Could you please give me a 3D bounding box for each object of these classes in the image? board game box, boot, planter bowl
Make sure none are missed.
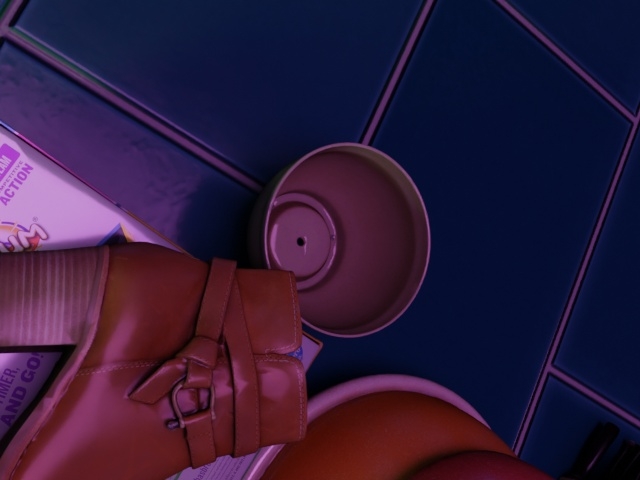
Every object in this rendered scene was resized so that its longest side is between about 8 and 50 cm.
[{"bbox_3d":[-0.185,0.098,0.609,0.316,0.064,0.242,38,76,-24],"label":"board game box"},{"bbox_3d":[-0.120,0.143,0.552,0.220,0.109,0.283,4,79,-23],"label":"boot"},{"bbox_3d":[0.000,0.000,0.698,0.162,0.109,0.162,0,89,-30],"label":"planter bowl"}]

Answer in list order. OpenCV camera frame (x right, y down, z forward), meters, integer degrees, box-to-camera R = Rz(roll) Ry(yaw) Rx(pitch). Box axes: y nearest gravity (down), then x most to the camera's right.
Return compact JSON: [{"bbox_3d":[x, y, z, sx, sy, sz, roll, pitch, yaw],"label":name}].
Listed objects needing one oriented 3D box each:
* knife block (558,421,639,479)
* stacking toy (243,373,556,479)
[{"bbox_3d":[0.293,0.332,0.888,0.275,0.242,0.088,-32,110,21],"label":"knife block"},{"bbox_3d":[0.151,0.296,0.567,0.350,0.480,0.351,1,88,-30],"label":"stacking toy"}]
